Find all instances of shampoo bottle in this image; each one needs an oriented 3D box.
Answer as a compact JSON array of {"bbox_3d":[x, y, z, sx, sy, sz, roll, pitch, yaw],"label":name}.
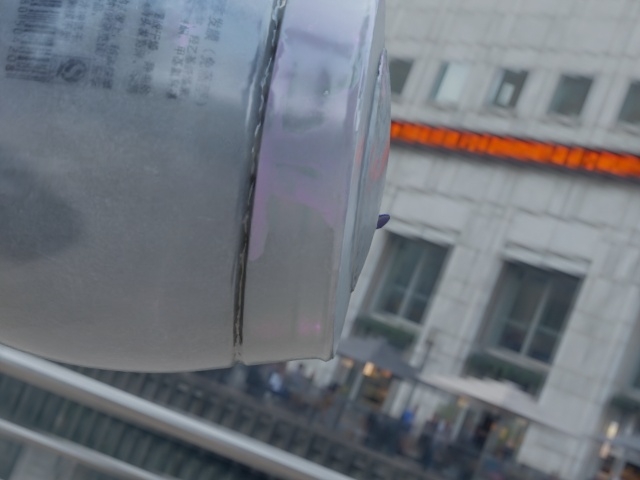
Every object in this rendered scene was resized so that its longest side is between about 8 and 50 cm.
[{"bbox_3d":[-0.093,-0.057,0.936,0.266,0.273,0.273,10,-7,2],"label":"shampoo bottle"}]

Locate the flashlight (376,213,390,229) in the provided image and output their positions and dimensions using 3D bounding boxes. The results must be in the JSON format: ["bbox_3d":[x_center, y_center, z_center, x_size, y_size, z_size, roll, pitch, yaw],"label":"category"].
[{"bbox_3d":[0.000,0.000,1.327,0.057,0.121,0.035,58,8,-60],"label":"flashlight"}]
